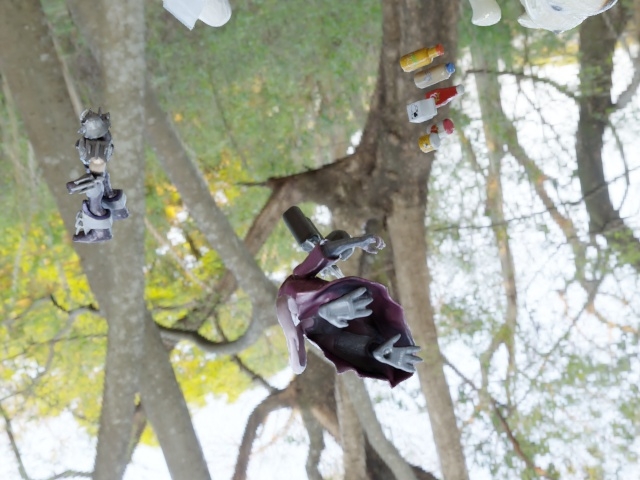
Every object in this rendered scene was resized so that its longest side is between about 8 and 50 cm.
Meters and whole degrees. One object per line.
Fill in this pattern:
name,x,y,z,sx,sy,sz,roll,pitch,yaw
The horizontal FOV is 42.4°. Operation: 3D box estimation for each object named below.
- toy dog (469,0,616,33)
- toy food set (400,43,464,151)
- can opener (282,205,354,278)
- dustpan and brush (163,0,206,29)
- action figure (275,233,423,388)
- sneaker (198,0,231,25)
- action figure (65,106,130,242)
toy dog,0.433,-0.572,1.565,0.284,0.395,0.408,8,-133,-34
toy food set,0.271,-0.328,1.909,0.104,0.232,0.111,-16,171,40
can opener,0.000,0.000,1.637,0.093,0.074,0.280,-43,-150,-1
dustpan and brush,-0.206,-0.468,1.349,0.060,0.211,0.147,30,-177,10
action figure,0.006,0.133,1.387,0.275,0.248,0.370,-15,-164,-22
sneaker,-0.331,-0.576,1.866,0.108,0.292,0.169,-25,-150,33
action figure,-0.429,-0.128,1.565,0.099,0.285,0.185,5,-137,-1
